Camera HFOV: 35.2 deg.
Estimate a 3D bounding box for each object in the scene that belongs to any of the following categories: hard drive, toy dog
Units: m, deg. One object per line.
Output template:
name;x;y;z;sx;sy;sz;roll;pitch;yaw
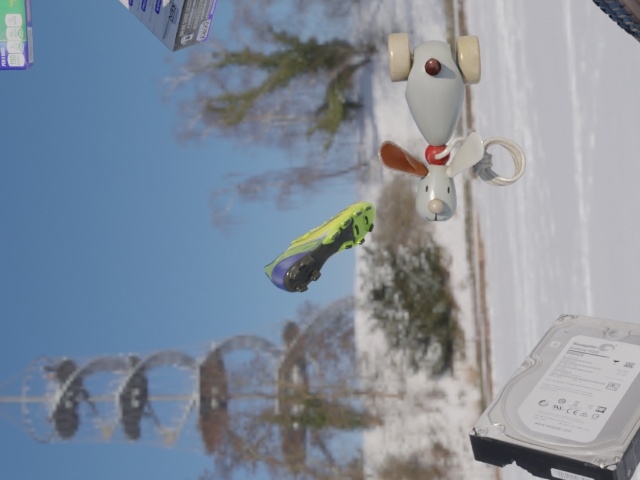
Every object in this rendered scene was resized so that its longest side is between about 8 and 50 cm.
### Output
hard drive;0.412;0.238;1.561;0.339;0.237;0.064;-39;-55;-40
toy dog;0.197;-0.194;1.679;0.161;0.220;0.333;-57;-56;-73

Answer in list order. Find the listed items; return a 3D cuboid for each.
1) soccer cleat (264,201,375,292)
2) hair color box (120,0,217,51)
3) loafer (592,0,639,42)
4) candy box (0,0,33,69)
soccer cleat;-0.001;-0.001;2.171;0.289;0.121;0.093;-41;-48;-24
hair color box;-0.362;-0.580;2.138;0.110;0.339;0.185;-28;-25;-37
loafer;0.534;-0.363;1.558;0.366;0.130;0.134;40;-171;-18
candy box;-0.642;-0.412;1.649;0.122;0.317;0.268;-132;41;-75
